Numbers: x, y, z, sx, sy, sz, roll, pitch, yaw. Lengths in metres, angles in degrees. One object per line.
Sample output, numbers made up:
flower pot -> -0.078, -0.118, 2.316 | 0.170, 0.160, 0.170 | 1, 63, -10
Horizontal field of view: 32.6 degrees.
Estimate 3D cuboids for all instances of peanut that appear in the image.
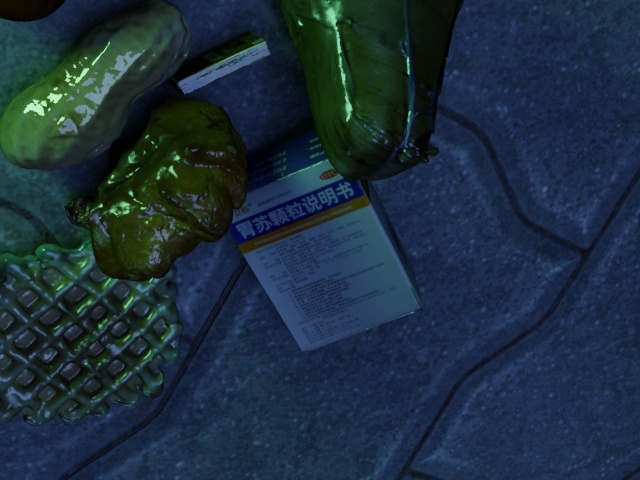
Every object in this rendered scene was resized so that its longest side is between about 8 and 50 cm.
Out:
peanut -> -0.285, -0.196, 1.401 | 0.290, 0.130, 0.130 | -45, 123, 1

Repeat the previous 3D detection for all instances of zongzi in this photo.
zongzi -> -0.001, -0.282, 1.402 | 0.393, 0.174, 0.356 | 23, 65, -27

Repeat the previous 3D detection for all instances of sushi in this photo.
sushi -> -0.298, -0.031, 1.512 | 0.118, 0.060, 0.061 | 1, 108, -26

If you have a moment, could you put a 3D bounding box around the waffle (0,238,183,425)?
waffle -> -0.346, 0.131, 1.567 | 0.309, 0.056, 0.291 | -6, 115, -23

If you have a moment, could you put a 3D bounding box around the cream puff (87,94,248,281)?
cream puff -> -0.193, -0.072, 1.433 | 0.241, 0.269, 0.155 | -28, 130, 23

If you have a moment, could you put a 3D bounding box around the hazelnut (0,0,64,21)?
hazelnut -> -0.347, -0.361, 1.273 | 0.178, 0.178, 0.204 | 42, 81, -33

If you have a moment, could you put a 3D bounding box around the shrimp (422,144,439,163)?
shrimp -> 0.106, -0.156, 1.643 | 0.184, 0.043, 0.091 | 23, 99, -30

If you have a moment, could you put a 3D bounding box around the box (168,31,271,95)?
box -> -0.139, -0.238, 1.466 | 0.133, 0.090, 0.023 | -27, 117, -11

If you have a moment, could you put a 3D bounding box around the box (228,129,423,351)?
box -> 0.000, 0.000, 1.596 | 0.200, 0.106, 0.299 | -21, 121, 12
